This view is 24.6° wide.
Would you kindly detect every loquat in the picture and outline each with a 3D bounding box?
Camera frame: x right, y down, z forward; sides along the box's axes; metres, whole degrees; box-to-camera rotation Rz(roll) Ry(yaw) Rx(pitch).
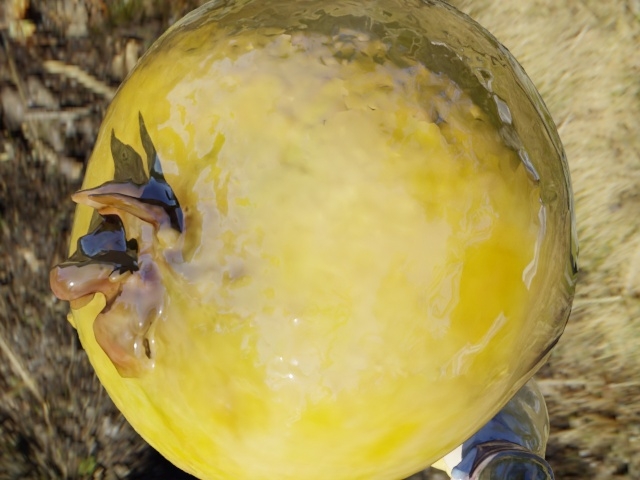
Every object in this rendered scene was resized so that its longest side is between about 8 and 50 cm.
[{"bbox_3d":[0.000,0.000,0.418,0.163,0.163,0.137,-36,63,-14],"label":"loquat"}]

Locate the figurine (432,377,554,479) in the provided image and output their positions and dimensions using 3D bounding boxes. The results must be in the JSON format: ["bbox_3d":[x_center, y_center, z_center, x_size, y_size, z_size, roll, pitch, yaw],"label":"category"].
[{"bbox_3d":[0.132,0.166,1.111,0.114,0.196,0.108,3,119,-10],"label":"figurine"}]
